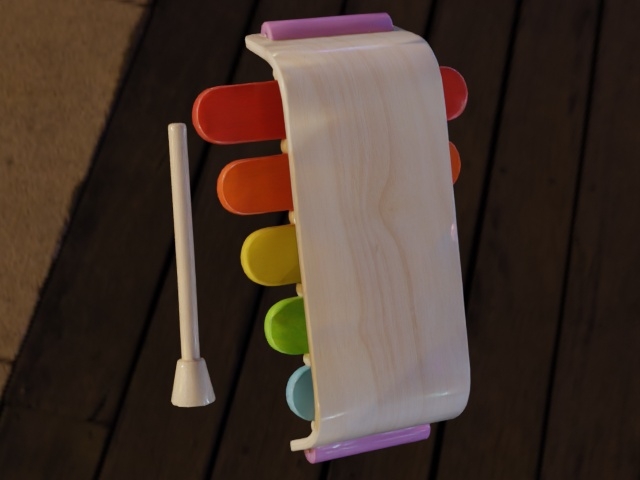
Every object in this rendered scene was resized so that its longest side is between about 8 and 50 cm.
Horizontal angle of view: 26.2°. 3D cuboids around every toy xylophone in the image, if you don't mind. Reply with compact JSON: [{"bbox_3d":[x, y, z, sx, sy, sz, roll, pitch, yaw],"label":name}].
[{"bbox_3d":[0.000,0.000,0.948,0.236,0.081,0.323,0,94,-21],"label":"toy xylophone"}]
